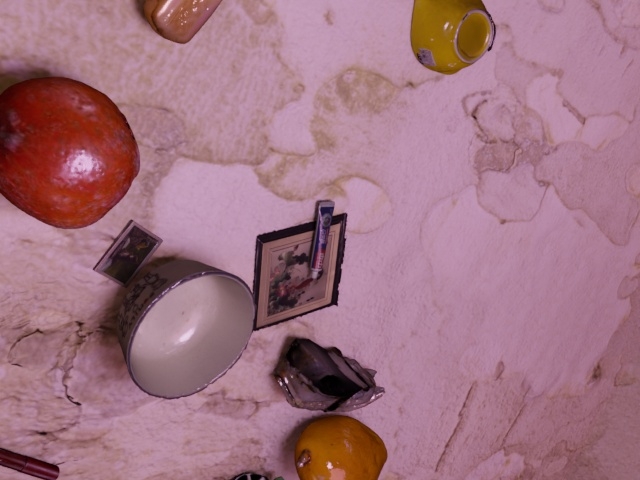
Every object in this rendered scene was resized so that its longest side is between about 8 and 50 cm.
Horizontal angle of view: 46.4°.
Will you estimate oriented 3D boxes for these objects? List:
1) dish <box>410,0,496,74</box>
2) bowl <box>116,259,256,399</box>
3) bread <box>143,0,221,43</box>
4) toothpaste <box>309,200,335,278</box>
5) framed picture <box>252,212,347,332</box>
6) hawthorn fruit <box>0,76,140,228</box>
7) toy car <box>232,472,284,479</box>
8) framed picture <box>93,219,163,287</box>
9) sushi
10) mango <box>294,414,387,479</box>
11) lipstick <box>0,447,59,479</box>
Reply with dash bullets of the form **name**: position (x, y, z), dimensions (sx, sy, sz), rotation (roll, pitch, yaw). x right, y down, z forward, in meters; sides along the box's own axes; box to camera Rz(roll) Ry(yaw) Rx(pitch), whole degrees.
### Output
- **dish**: position (0.235, -0.347, 1.251), dimensions (0.208, 0.080, 0.148), rotation (31, 93, -47)
- **bowl**: position (-0.212, 0.116, 1.103), dimensions (0.211, 0.112, 0.211), rotation (-24, 130, -32)
- **bread**: position (-0.169, -0.303, 0.919), dimensions (0.115, 0.056, 0.082), rotation (-52, 150, 9)
- **toothpaste**: position (0.000, 0.000, 1.280), dimensions (0.037, 0.021, 0.139), rotation (-4, 110, -41)
- **framed picture**: position (-0.036, 0.057, 1.305), dimensions (0.195, 0.010, 0.199), rotation (-16, 125, -36)
- **hawthorn fruit**: position (-0.297, -0.101, 0.849), dimensions (0.173, 0.173, 0.172), rotation (-23, 129, -31)
- **toy car**: position (-0.155, 0.586, 1.406), dimensions (0.359, 0.176, 0.213), rotation (-16, 124, -35)
- **framed picture**: position (-0.273, 0.020, 1.064), dimensions (0.089, 0.007, 0.066), rotation (-52, 139, -3)
- **sushi**: position (0.018, 0.276, 1.431), dimensions (0.109, 0.134, 0.273), rotation (-47, 154, 10)
- **mango**: position (0.048, 0.437, 1.504), dimensions (0.119, 0.176, 0.317), rotation (-39, 158, 22)
- **lipstick**: position (-0.450, 0.314, 1.074), dimensions (0.027, 0.027, 0.176), rotation (-52, 136, -5)
